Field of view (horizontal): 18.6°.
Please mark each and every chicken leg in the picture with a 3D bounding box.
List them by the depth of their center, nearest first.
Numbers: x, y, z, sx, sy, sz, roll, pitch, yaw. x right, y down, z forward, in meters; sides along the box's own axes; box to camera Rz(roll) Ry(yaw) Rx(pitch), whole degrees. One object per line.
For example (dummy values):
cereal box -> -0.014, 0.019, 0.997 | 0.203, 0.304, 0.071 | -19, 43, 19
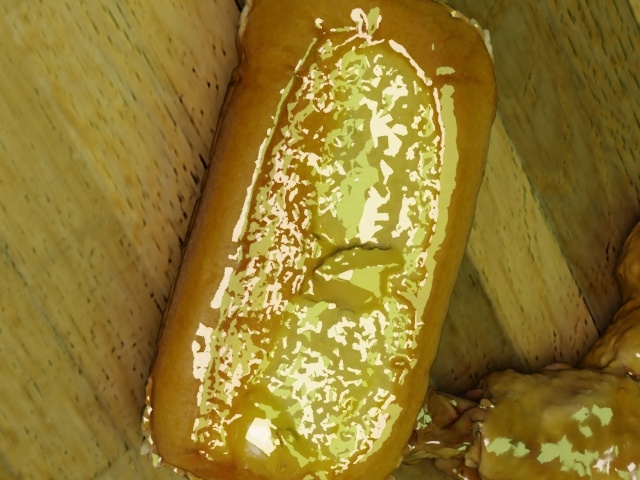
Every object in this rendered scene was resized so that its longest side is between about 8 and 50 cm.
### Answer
chicken leg -> 0.196, 0.092, 1.235 | 0.409, 0.182, 0.295 | 9, 85, -19

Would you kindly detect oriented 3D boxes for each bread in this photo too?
bread -> 0.000, 0.000, 1.071 | 0.152, 0.119, 0.288 | 16, 90, -3
